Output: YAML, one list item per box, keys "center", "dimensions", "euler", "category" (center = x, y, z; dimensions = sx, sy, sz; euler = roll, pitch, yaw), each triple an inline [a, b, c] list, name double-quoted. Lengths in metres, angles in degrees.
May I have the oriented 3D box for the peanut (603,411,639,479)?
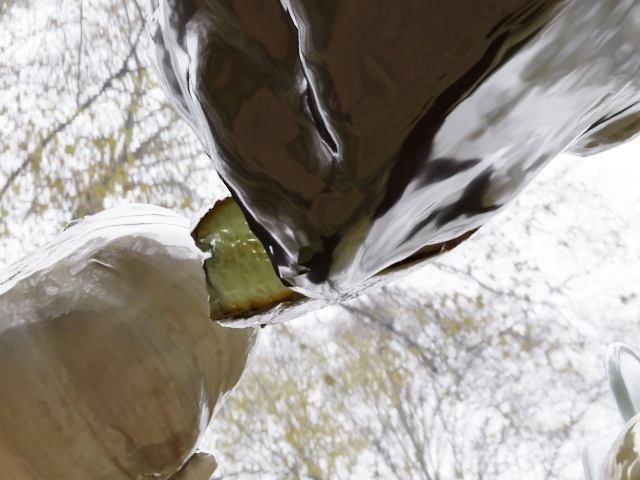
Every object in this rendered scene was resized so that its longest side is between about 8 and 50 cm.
- center: [0.283, 0.191, 0.578]
  dimensions: [0.313, 0.152, 0.152]
  euler: [28, -68, 17]
  category: "peanut"

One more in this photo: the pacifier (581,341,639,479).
- center: [0.327, 0.192, 0.881]
  dimensions: [0.233, 0.299, 0.244]
  euler: [-33, -62, 24]
  category: "pacifier"

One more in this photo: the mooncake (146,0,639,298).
- center: [0.104, -0.161, 0.600]
  dimensions: [0.350, 0.381, 0.212]
  euler: [-42, -103, 33]
  category: "mooncake"

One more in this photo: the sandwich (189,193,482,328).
- center: [0.000, 0.000, 0.817]
  dimensions: [0.244, 0.088, 0.090]
  euler: [-16, -101, -34]
  category: "sandwich"

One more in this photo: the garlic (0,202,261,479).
- center: [-0.193, 0.095, 0.984]
  dimensions: [0.322, 0.322, 0.241]
  euler: [-13, -60, -7]
  category: "garlic"
